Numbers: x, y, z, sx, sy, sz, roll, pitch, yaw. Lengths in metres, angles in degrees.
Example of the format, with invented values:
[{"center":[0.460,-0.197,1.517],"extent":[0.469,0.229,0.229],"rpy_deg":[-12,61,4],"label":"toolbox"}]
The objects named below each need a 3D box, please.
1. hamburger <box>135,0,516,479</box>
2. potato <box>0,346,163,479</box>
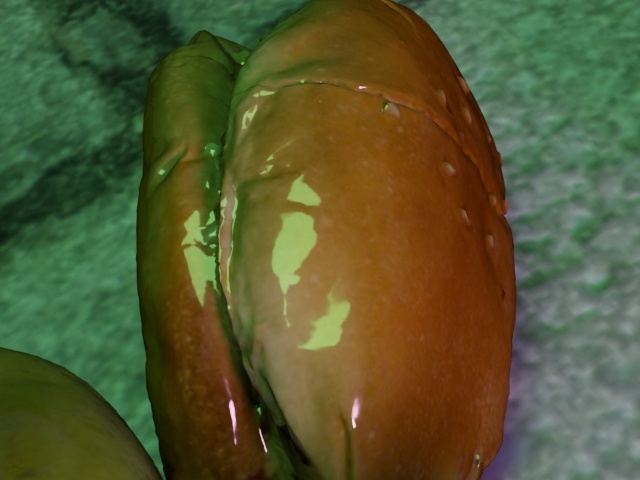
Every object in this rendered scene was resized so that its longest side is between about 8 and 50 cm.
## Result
[{"center":[0.000,0.000,0.594],"extent":[0.144,0.157,0.283],"rpy_deg":[-12,44,13],"label":"hamburger"},{"center":[-0.121,0.151,0.511],"extent":[0.197,0.148,0.228],"rpy_deg":[-46,36,-2],"label":"potato"}]
